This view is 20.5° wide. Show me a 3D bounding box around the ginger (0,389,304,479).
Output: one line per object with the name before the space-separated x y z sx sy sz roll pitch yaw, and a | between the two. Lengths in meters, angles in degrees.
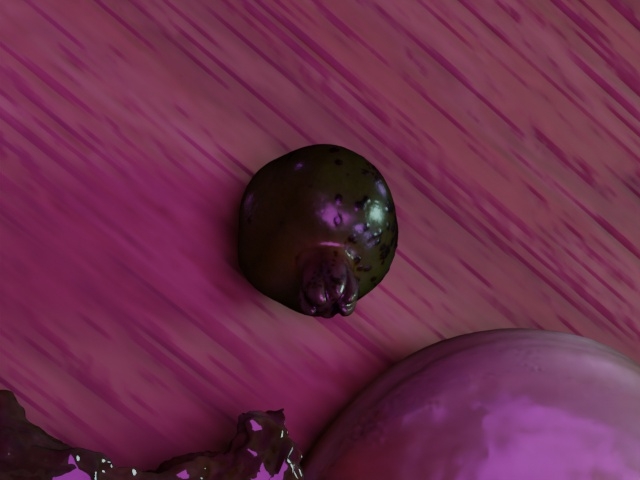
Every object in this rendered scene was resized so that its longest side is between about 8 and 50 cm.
ginger | -0.141 0.119 0.665 0.290 0.084 0.122 -2 94 -21

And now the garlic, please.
garlic | 0.098 0.145 0.748 0.228 0.110 0.217 -1 83 -21

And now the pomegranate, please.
pomegranate | 0.002 -0.004 0.729 0.073 0.084 0.073 -3 98 -22
